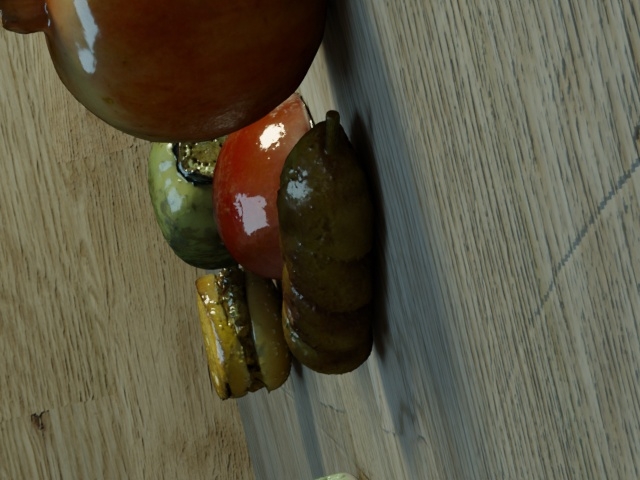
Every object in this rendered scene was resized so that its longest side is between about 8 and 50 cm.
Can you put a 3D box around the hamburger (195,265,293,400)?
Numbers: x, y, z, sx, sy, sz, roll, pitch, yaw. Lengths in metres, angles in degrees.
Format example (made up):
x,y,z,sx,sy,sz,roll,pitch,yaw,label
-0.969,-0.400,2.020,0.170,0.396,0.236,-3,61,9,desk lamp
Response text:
x,y,z,sx,sy,sz,roll,pitch,yaw,label
-0.104,0.115,2.343,0.182,0.118,0.191,-144,37,-73,hamburger

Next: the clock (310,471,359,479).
x,y,z,sx,sy,sz,roll,pitch,yaw,label
0.041,0.428,1.884,0.265,0.109,0.324,-157,53,-80,clock

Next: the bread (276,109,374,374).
x,y,z,sx,sy,sz,roll,pitch,yaw,label
0.002,-0.001,1.509,0.344,0.084,0.124,88,166,-54,bread

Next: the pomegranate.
x,y,z,sx,sy,sz,roll,pitch,yaw,label
-0.133,-0.206,1.419,0.229,0.270,0.252,-129,27,-51,pomegranate

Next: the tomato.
x,y,z,sx,sy,sz,roll,pitch,yaw,label
-0.056,-0.050,1.760,0.228,0.112,0.199,116,141,-74,tomato

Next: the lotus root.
x,y,z,sx,sy,sz,roll,pitch,yaw,label
-0.136,-0.050,2.191,0.309,0.173,0.173,78,176,-68,lotus root
